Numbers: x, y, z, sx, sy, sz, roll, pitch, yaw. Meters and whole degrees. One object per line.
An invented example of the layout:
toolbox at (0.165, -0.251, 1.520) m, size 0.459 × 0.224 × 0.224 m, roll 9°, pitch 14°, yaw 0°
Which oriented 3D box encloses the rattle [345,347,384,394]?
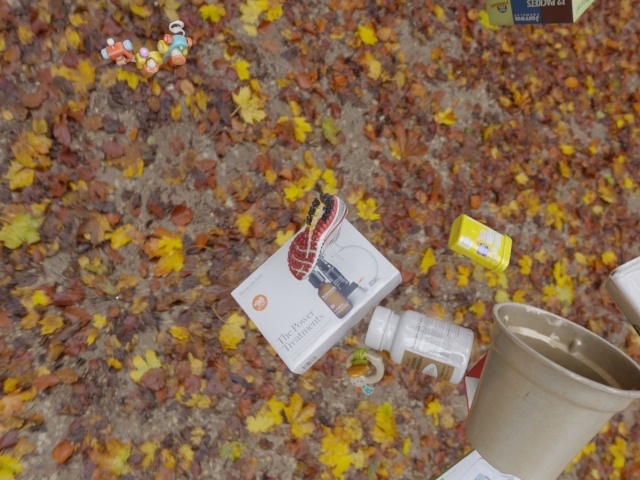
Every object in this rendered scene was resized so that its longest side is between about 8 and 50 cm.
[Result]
rattle at (0.126, 0.448, 1.480) m, size 0.130 × 0.143 × 0.200 m, roll 12°, pitch 119°, yaw -4°

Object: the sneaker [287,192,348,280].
sneaker at (0.000, 0.000, 1.139) m, size 0.092 × 0.088 × 0.225 m, roll 14°, pitch 109°, yaw -51°

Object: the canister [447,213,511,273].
canister at (0.474, 0.008, 1.412) m, size 0.169 × 0.073 × 0.126 m, roll 27°, pitch 58°, yaw -8°

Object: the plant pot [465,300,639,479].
plant pot at (0.487, 0.354, 1.068) m, size 0.333 × 0.334 × 0.306 m, roll 12°, pitch 109°, yaw -22°

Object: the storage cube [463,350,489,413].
storage cube at (0.573, 0.469, 1.446) m, size 0.193 × 0.215 × 0.184 m, roll -20°, pitch 104°, yaw -45°

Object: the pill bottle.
pill bottle at (0.227, 0.237, 1.110) m, size 0.229 × 0.131 × 0.131 m, roll 17°, pitch 75°, yaw 14°

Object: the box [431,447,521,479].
box at (0.502, 0.779, 1.455) m, size 0.262 × 0.127 × 0.231 m, roll -37°, pitch 64°, yaw 1°

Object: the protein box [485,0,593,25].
protein box at (0.330, -0.450, 0.661) m, size 0.200 × 0.136 × 0.201 m, roll -46°, pitch 131°, yaw -17°

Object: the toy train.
toy train at (-0.336, -0.372, 0.942) m, size 0.166 × 0.125 × 0.046 m, roll -19°, pitch 88°, yaw 1°

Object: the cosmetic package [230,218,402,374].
cosmetic package at (-0.013, 0.127, 1.291) m, size 0.377 × 0.097 × 0.284 m, roll -43°, pitch 64°, yaw -3°

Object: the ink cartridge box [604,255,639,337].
ink cartridge box at (0.439, 0.096, 0.495) m, size 0.158 × 0.092 × 0.218 m, roll -31°, pitch 64°, yaw 15°
